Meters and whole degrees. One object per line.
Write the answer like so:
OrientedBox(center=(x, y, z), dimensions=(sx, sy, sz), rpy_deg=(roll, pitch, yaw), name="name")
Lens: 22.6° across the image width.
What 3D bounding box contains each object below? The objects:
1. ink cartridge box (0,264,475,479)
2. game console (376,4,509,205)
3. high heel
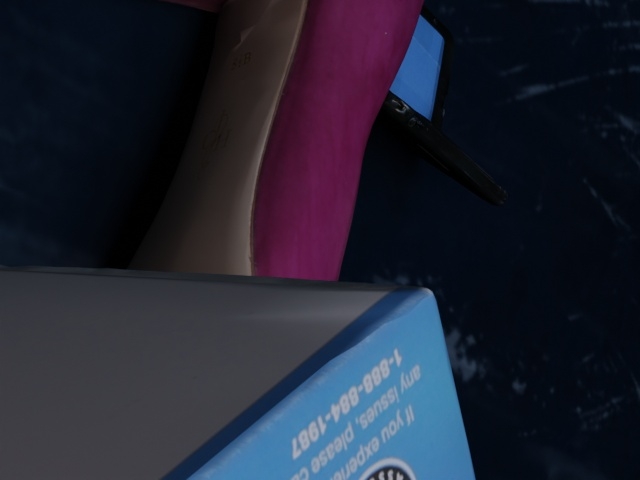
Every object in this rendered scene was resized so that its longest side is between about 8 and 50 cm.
OrientedBox(center=(-0.072, 0.168, 0.410), dimensions=(0.198, 0.197, 0.270), rpy_deg=(-37, 120, -47), name="ink cartridge box")
OrientedBox(center=(0.055, -0.088, 0.844), dimensions=(0.071, 0.107, 0.122), rpy_deg=(-54, 138, 2), name="game console")
OrientedBox(center=(0.000, 0.000, 0.709), dimensions=(0.181, 0.127, 0.377), rpy_deg=(5, 84, -42), name="high heel")
